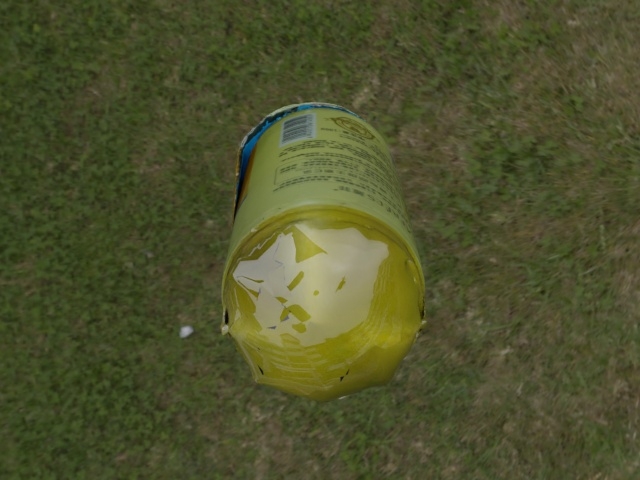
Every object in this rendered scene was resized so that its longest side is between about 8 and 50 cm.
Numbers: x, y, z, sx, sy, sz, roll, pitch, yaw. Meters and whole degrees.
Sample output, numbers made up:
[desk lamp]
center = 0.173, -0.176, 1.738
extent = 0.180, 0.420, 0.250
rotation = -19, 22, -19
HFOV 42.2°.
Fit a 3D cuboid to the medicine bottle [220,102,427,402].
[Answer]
[medicine bottle]
center = 0.000, 0.000, 0.530
extent = 0.124, 0.239, 0.124
rotation = 0, 116, 0
